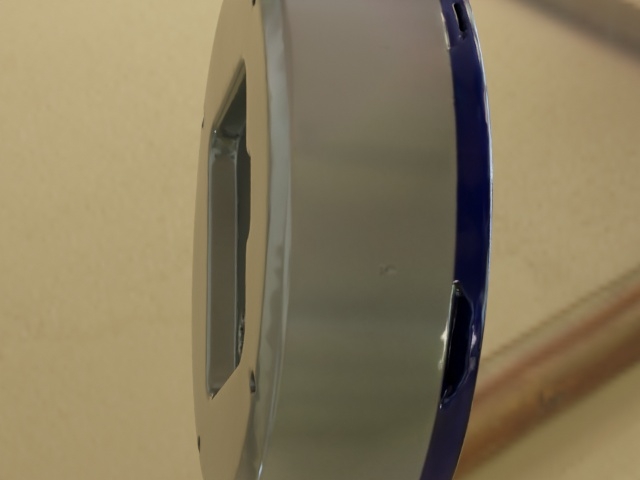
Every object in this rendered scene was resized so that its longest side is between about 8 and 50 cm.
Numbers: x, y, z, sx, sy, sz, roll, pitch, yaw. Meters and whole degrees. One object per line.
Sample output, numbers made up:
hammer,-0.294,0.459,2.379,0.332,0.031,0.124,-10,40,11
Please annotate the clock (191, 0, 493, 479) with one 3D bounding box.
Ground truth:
clock,0.000,0.000,0.732,0.083,0.230,0.230,2,-145,-13
